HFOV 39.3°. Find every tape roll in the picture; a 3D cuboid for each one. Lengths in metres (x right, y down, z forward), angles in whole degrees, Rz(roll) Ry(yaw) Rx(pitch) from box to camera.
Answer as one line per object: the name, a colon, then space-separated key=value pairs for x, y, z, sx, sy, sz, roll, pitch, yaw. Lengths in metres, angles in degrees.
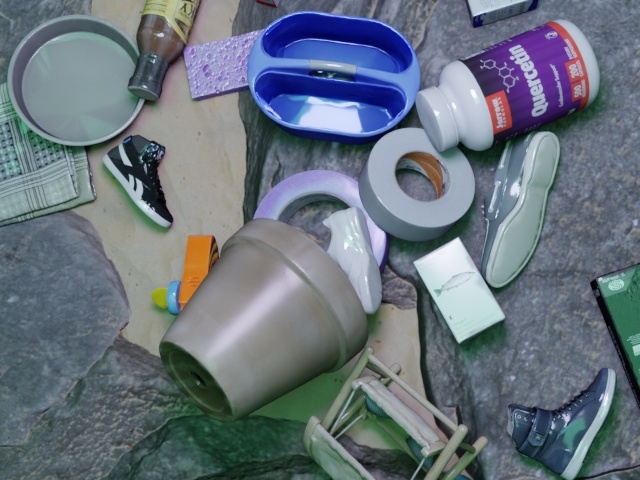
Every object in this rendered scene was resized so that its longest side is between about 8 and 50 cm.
tape roll: x=0.187 y=-0.110 z=1.756 sx=0.219 sy=0.072 sz=0.219 roll=6 pitch=64 yaw=-13
tape roll: x=0.000 y=0.000 z=1.812 sx=0.275 sy=0.090 sz=0.274 roll=-1 pitch=82 yaw=9

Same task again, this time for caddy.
caddy: x=0.026 y=-0.323 z=1.791 sx=0.342 sy=0.179 sz=0.241 roll=8 pitch=83 yaw=3

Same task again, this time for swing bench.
swing bench: x=0.123 y=0.381 z=1.662 sx=0.253 sy=0.165 sz=0.254 roll=38 pitch=89 yaw=33

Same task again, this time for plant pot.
plant pot: x=-0.122 y=0.167 z=1.608 sx=0.323 sy=0.323 sz=0.280 roll=41 pitch=59 yaw=12

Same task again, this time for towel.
towel: x=-0.667 y=-0.198 z=1.969 sx=0.324 sy=0.056 sz=0.312 roll=-15 pitch=80 yaw=7

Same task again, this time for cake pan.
cake pan: x=-0.518 y=-0.339 z=1.931 sx=0.293 sy=0.054 sz=0.293 roll=1 pitch=80 yaw=-6

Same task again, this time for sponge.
sponge: x=-0.183 y=-0.379 z=1.924 sx=0.210 sy=0.031 sz=0.117 roll=-12 pitch=81 yaw=8

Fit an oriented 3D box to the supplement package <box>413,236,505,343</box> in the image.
supplement package: x=0.269 y=0.100 z=1.744 sx=0.105 sy=0.105 sz=0.179 roll=-30 pitch=78 yaw=5

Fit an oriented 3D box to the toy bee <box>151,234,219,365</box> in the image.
toy bee: x=-0.259 y=0.145 z=1.822 sx=0.195 sy=0.162 sz=0.298 roll=18 pitch=61 yaw=20

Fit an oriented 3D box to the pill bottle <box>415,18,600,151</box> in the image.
pill bottle: x=0.355 y=-0.287 z=1.720 sx=0.323 sy=0.181 sz=0.181 roll=-23 pitch=79 yaw=-5

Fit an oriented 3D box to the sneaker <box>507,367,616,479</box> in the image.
sneaker: x=0.448 y=0.317 z=1.694 sx=0.164 sy=0.086 sz=0.226 roll=27 pitch=89 yaw=9

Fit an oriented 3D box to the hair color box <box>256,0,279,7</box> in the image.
hair color box: x=-0.098 y=-0.595 z=1.909 sx=0.053 sy=0.093 sz=0.167 roll=18 pitch=85 yaw=11

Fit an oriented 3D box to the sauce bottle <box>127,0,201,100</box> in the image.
sauce bottle: x=-0.325 y=-0.467 z=1.908 sx=0.112 sy=0.111 sz=0.344 roll=14 pitch=80 yaw=11

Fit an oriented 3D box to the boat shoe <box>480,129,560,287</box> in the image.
boat shoe: x=0.374 y=-0.065 z=1.769 sx=0.099 sy=0.116 sz=0.319 roll=19 pitch=91 yaw=48

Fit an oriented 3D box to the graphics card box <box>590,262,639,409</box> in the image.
graphics card box: x=0.680 y=0.207 z=1.667 sx=0.233 sy=0.094 sz=0.370 roll=-21 pitch=80 yaw=7

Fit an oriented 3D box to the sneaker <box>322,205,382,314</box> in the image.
sneaker: x=0.056 y=0.046 z=1.722 sx=0.094 sy=0.080 sz=0.212 roll=-17 pitch=73 yaw=19

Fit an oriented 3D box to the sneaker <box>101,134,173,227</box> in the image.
sneaker: x=-0.357 y=-0.139 z=1.896 sx=0.121 sy=0.079 sz=0.217 roll=-43 pitch=76 yaw=3

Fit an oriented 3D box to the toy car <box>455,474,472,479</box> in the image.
toy car: x=0.266 y=0.570 z=1.612 sx=0.210 sy=0.238 sz=0.219 roll=32 pitch=88 yaw=12

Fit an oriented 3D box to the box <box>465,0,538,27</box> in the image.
box: x=0.361 y=-0.520 z=1.831 sx=0.137 sy=0.072 sz=0.126 roll=-15 pitch=80 yaw=8
